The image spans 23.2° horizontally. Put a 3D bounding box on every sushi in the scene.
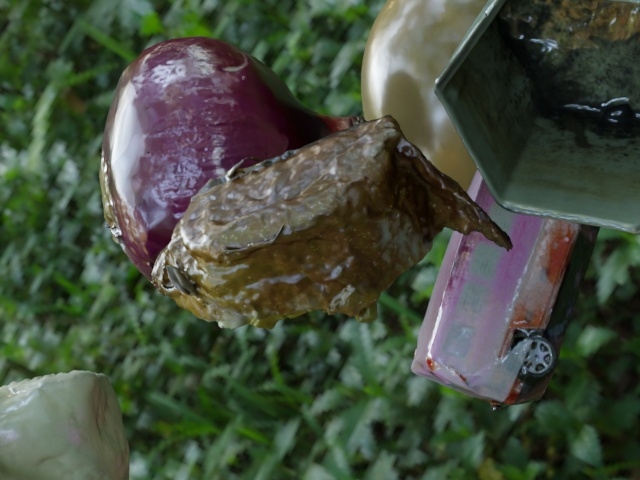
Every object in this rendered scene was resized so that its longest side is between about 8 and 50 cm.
[{"bbox_3d":[-0.003,0.000,1.338,0.296,0.179,0.167,-25,34,3],"label":"sushi"}]

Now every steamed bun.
[{"bbox_3d":[-0.356,0.271,1.783,0.320,0.275,0.206,-21,81,55],"label":"steamed bun"}]

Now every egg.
[{"bbox_3d":[0.207,-0.199,2.128,0.301,0.301,0.373,0,98,55],"label":"egg"}]

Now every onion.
[{"bbox_3d":[-0.096,-0.103,2.017,0.348,0.385,0.347,169,90,-81],"label":"onion"}]

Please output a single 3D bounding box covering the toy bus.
[{"bbox_3d":[0.206,0.027,1.642,0.127,0.147,0.302,136,153,-83],"label":"toy bus"}]

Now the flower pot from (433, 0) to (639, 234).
[{"bbox_3d":[0.231,-0.146,1.284,0.209,0.239,0.189,-20,21,32],"label":"flower pot"}]
